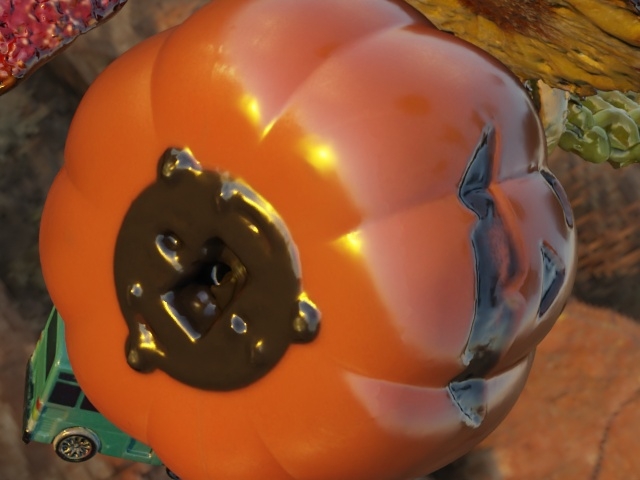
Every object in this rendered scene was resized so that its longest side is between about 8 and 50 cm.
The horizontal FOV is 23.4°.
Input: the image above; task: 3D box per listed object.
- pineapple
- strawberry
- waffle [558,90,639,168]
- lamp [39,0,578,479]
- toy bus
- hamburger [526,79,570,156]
[{"bbox_3d":[0.089,-0.129,0.741,0.221,0.221,0.047,35,76,-39],"label":"pineapple"},{"bbox_3d":[-0.210,-0.136,0.979,0.085,0.192,0.140,58,5,-13],"label":"strawberry"},{"bbox_3d":[0.210,-0.157,1.483,0.312,0.060,0.307,25,25,7],"label":"waffle"},{"bbox_3d":[0.000,0.000,0.559,0.164,0.187,0.187,-15,74,-58],"label":"lamp"},{"bbox_3d":[-0.105,0.097,1.002,0.160,0.092,0.079,15,35,-18],"label":"toy bus"},{"bbox_3d":[0.108,-0.130,1.193,0.182,0.118,0.191,34,-32,37],"label":"hamburger"}]
